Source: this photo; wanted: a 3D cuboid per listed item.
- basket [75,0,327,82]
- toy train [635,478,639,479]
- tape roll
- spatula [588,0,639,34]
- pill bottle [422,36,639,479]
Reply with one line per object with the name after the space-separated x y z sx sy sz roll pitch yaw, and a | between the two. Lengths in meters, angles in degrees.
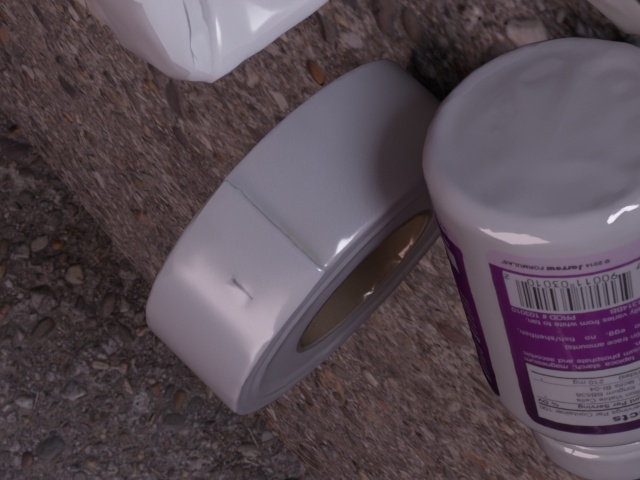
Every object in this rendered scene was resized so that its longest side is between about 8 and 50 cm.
-0.051 -0.297 0.476 0.266 0.328 0.331 34 159 47 | basket
0.314 0.199 1.016 0.184 0.105 0.080 54 161 -20 | toy train
0.000 0.000 1.028 0.100 0.286 0.286 44 162 12 | tape roll
0.137 -0.170 0.675 0.242 0.019 0.168 34 176 -30 | spatula
0.176 0.029 0.876 0.169 0.169 0.302 33 157 38 | pill bottle
